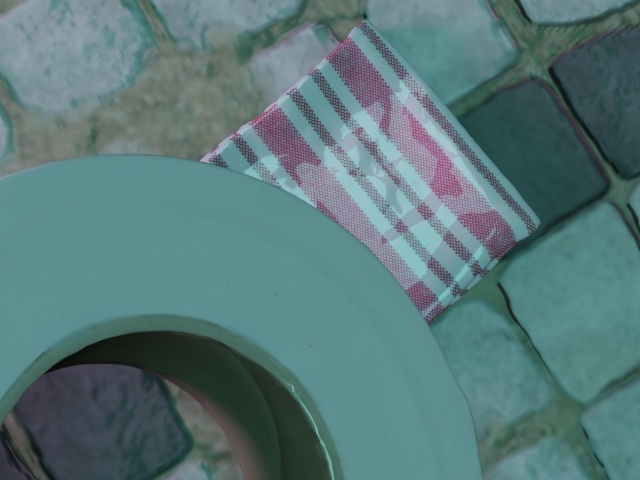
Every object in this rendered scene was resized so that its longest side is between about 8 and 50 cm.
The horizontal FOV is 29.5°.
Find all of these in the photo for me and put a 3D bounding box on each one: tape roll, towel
[{"bbox_3d":[-0.077,0.111,0.490,0.286,0.100,0.286,7,74,-24],"label":"tape roll"},{"bbox_3d":[0.000,0.000,0.615,0.197,0.029,0.144,-41,91,-9],"label":"towel"}]
